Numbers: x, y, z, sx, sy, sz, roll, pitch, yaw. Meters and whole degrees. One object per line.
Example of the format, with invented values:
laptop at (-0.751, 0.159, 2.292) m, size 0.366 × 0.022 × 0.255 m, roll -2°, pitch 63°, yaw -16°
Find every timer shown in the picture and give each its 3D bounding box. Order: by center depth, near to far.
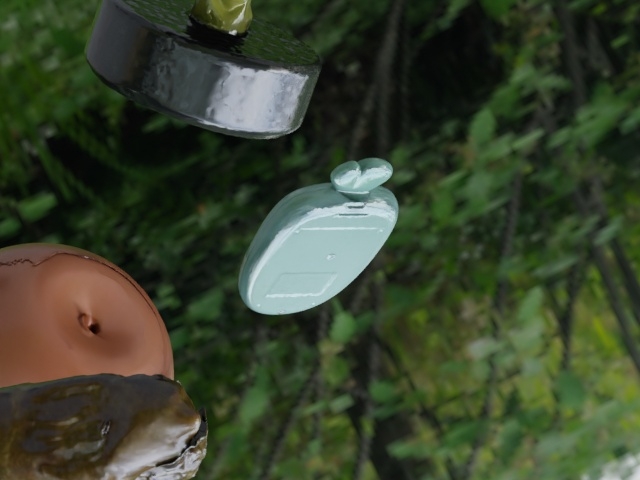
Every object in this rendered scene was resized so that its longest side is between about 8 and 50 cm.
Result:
timer at (-0.244, 0.120, 1.460) m, size 0.215 × 0.230 × 0.229 m, roll -43°, pitch 164°, yaw 35°

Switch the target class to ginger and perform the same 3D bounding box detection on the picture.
ginger at (-0.118, 0.100, 0.777) m, size 0.162 × 0.073 × 0.103 m, roll -8°, pitch 173°, yaw 13°

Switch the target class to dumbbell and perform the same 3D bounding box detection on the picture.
dumbbell at (-0.064, -0.270, 1.488) m, size 0.203 × 0.203 × 0.322 m, roll -13°, pitch 127°, yaw -59°

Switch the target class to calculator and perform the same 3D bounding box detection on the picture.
calculator at (0.000, 0.000, 1.127) m, size 0.095 × 0.021 × 0.153 m, roll 0°, pitch 144°, yaw -32°
